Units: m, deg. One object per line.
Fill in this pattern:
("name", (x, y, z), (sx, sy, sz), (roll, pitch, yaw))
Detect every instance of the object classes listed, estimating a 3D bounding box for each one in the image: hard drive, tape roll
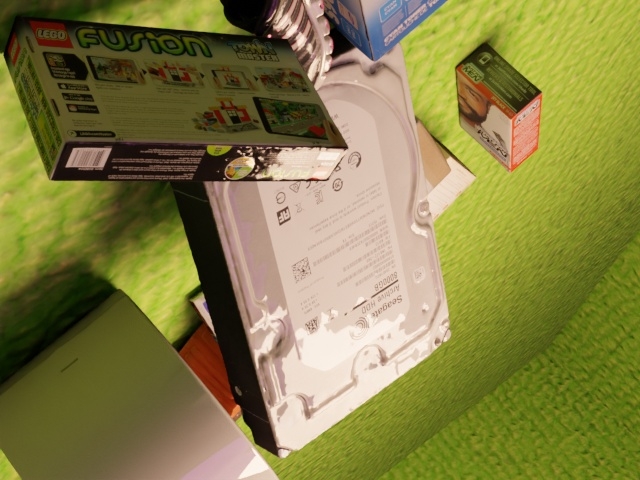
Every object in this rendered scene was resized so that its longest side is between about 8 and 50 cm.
("hard drive", (0.000, 0.000, 1.029), (0.237, 0.064, 0.339), (-30, 123, -31))
("tape roll", (-0.176, 0.189, 1.072), (0.169, 0.246, 0.246), (-39, 161, -10))

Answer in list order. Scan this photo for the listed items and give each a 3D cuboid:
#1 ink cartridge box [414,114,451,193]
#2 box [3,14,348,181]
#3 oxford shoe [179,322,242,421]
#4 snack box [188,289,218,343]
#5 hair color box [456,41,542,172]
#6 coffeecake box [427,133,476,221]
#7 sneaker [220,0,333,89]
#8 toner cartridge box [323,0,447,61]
("ink cartridge box", (0.016, -0.044, 1.203), (0.235, 0.088, 0.193), (-46, 160, 4))
("box", (-0.092, -0.091, 0.753), (0.207, 0.114, 0.036), (-2, 140, -35))
("oxford shoe", (-0.177, 0.230, 1.348), (0.363, 0.130, 0.133), (-41, 167, -6))
("snack box", (-0.073, 0.120, 1.271), (0.064, 0.178, 0.022), (-37, -163, -17))
("hair color box", (0.212, -0.154, 1.352), (0.053, 0.093, 0.167), (-41, 160, -7))
("coffeecake box", (0.088, -0.043, 1.378), (0.185, 0.068, 0.142), (-46, 161, 9))
("sneaker", (-0.038, -0.170, 0.852), (0.074, 0.063, 0.170), (-31, 146, -18))
("toner cartridge box", (0.140, -0.309, 0.905), (0.348, 0.075, 0.165), (-41, 160, -5))
